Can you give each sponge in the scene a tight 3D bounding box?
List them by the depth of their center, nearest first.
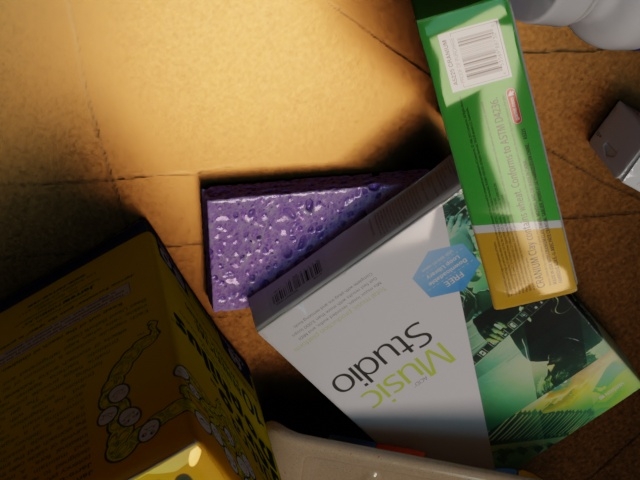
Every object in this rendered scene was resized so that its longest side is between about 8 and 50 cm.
[{"bbox_3d":[0.000,0.000,1.429,0.210,0.031,0.117,-5,119,-11],"label":"sponge"}]

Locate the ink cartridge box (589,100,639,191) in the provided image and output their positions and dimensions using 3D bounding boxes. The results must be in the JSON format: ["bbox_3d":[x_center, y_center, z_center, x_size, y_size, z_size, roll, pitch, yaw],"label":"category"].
[{"bbox_3d":[0.315,-0.066,1.433,0.122,0.088,0.052,24,109,-23],"label":"ink cartridge box"}]

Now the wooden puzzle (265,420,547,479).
[{"bbox_3d":[0.102,0.313,1.525,0.348,0.080,0.322,13,128,7],"label":"wooden puzzle"}]

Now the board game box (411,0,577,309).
[{"bbox_3d":[0.119,-0.132,1.223,0.064,0.316,0.242,-15,119,6],"label":"board game box"}]

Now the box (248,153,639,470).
[{"bbox_3d":[0.121,0.096,1.464,0.232,0.058,0.322,-36,126,13],"label":"box"}]

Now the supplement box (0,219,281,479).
[{"bbox_3d":[-0.158,0.174,1.299,0.195,0.356,0.194,-30,120,4],"label":"supplement box"}]

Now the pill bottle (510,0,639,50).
[{"bbox_3d":[0.282,-0.228,1.278,0.272,0.152,0.152,-3,118,-25],"label":"pill bottle"}]
